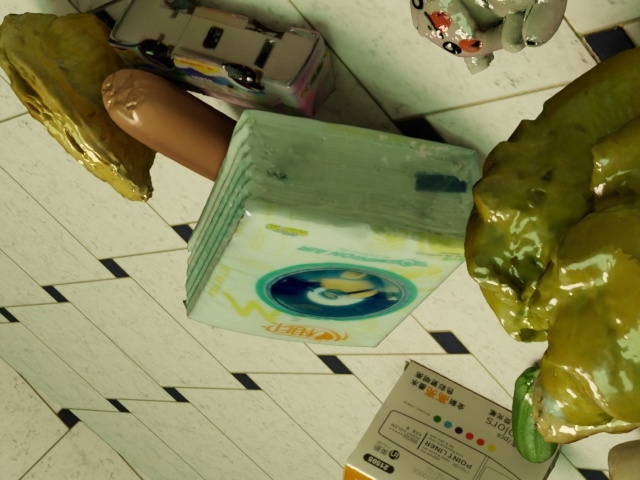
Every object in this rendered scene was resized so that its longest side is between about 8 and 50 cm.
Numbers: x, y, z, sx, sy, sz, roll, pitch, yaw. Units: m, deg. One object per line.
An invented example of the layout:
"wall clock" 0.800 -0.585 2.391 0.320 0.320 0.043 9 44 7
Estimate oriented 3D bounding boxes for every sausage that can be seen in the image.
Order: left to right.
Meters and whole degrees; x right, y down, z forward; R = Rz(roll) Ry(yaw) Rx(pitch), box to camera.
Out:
"sausage" -0.154 -0.131 1.639 0.086 0.086 0.289 10 167 39

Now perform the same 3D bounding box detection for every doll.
"doll" 0.151 -0.237 1.226 0.149 0.095 0.192 50 152 -16

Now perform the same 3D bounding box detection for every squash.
"squash" 0.307 0.244 1.866 0.219 0.068 0.077 83 171 -53

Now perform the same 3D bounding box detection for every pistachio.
"pistachio" 0.472 0.334 1.777 0.185 0.124 0.124 19 150 34

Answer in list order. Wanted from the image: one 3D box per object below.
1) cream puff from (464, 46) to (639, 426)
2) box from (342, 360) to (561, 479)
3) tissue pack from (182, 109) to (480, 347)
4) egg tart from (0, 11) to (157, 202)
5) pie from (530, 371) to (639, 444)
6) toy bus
"cream puff" 0.275 -0.014 1.165 0.275 0.378 0.378 29 154 -3
"box" 0.200 0.335 1.983 0.274 0.221 0.091 25 147 14
"tissue pack" 0.000 0.000 1.628 0.287 0.162 0.388 10 156 -12
"egg tart" -0.286 -0.189 1.696 0.319 0.128 0.319 52 -176 -6
"pie" 0.388 0.145 1.402 0.339 0.339 0.083 -19 82 58
"toy bus" -0.112 -0.218 1.557 0.274 0.090 0.112 19 161 29
